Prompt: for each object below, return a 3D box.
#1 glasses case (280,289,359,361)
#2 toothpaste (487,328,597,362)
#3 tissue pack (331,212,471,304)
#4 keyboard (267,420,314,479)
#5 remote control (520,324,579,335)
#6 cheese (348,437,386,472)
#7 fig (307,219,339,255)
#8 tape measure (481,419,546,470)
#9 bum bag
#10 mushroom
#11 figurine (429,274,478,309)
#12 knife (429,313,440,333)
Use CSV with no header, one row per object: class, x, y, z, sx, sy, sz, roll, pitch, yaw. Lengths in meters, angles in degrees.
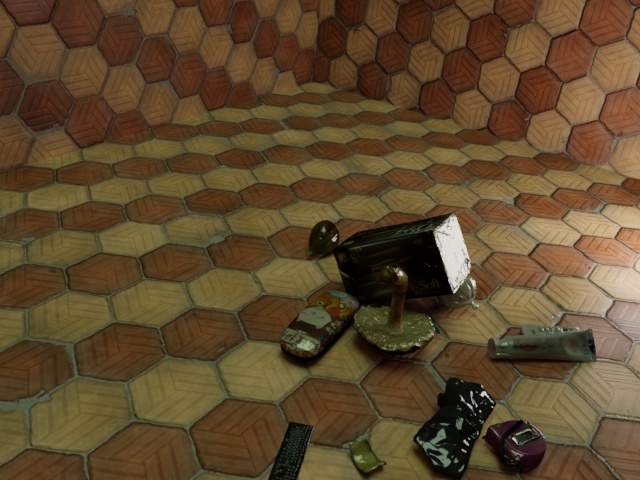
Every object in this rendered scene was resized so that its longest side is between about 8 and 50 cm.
glasses case,0.003,0.240,1.762,0.122,0.082,0.321,22,34,22
toothpaste,0.650,0.308,1.774,0.322,0.066,0.100,0,73,-8
tissue pack,0.253,0.059,1.848,0.369,0.210,0.198,-12,10,37
keyboard,-0.067,0.492,1.394,0.063,0.010,0.198,10,30,10
remote control,0.706,0.292,1.850,0.189,0.029,0.088,3,30,-4
cheese,0.103,0.492,1.394,0.060,0.042,0.084,-19,53,-24
fig,0.000,0.000,2.156,0.109,0.103,0.154,43,56,13
tape measure,0.465,0.482,1.440,0.125,0.074,0.118,-12,36,-24
bum bag,0.329,0.444,1.487,0.137,0.074,0.310,29,37,17
mushroom,0.234,0.198,1.689,0.232,0.302,0.208,-22,67,-38
figurine,0.392,0.142,1.962,0.256,0.145,0.181,29,17,38
knife,0.351,0.256,1.872,0.014,0.005,0.091,-1,32,-13
